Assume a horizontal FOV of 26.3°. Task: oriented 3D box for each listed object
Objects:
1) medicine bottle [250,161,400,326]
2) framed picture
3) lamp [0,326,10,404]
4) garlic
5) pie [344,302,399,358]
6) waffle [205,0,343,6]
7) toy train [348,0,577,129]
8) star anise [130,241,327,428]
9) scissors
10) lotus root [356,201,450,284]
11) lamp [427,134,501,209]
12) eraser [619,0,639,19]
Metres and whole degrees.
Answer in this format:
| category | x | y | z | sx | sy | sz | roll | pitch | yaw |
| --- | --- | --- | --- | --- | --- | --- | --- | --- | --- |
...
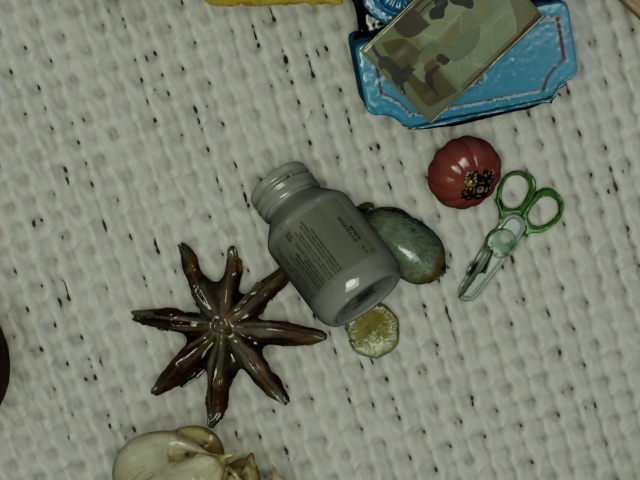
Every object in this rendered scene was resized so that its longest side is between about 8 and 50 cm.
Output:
| category | x | y | z | sx | sy | sz | roll | pitch | yaw |
| --- | --- | --- | --- | --- | --- | --- | --- | --- | --- |
| medicine bottle | 0.000 | 0.000 | 1.879 | 0.135 | 0.135 | 0.215 | -38 | 72 | 3 |
| framed picture | 0.169 | -0.265 | 1.758 | 0.201 | 0.010 | 0.136 | -43 | 105 | 12 |
| lamp | -0.542 | 0.167 | 1.857 | 0.247 | 0.247 | 0.247 | 0 | 97 | -2 |
| garlic | -0.158 | 0.366 | 1.892 | 0.281 | 0.185 | 0.203 | 38 | 125 | 2 |
| pie | 0.076 | 0.129 | 1.973 | 0.084 | 0.020 | 0.084 | 0 | 99 | -1 |
| waffle | -0.044 | -0.400 | 1.826 | 0.229 | 0.219 | 0.057 | 5 | 139 | 24 |
| toy train | 0.189 | -0.290 | 1.849 | 0.300 | 0.188 | 0.265 | -12 | 105 | 0 |
| star anise | -0.131 | 0.120 | 1.933 | 0.288 | 0.088 | 0.288 | 0 | 85 | 3 |
| scissors | 0.261 | 0.002 | 1.959 | 0.101 | 0.027 | 0.204 | 33 | 93 | -2 |
| lotus root | 0.110 | 0.000 | 1.931 | 0.165 | 0.088 | 0.088 | 37 | 94 | 5 |
| lamp | 0.201 | -0.095 | 1.913 | 0.107 | 0.092 | 0.107 | -14 | 128 | -18 |
| eraser | 0.542 | -0.328 | 1.898 | 0.290 | 0.087 | 0.171 | 42 | 95 | -5 |
